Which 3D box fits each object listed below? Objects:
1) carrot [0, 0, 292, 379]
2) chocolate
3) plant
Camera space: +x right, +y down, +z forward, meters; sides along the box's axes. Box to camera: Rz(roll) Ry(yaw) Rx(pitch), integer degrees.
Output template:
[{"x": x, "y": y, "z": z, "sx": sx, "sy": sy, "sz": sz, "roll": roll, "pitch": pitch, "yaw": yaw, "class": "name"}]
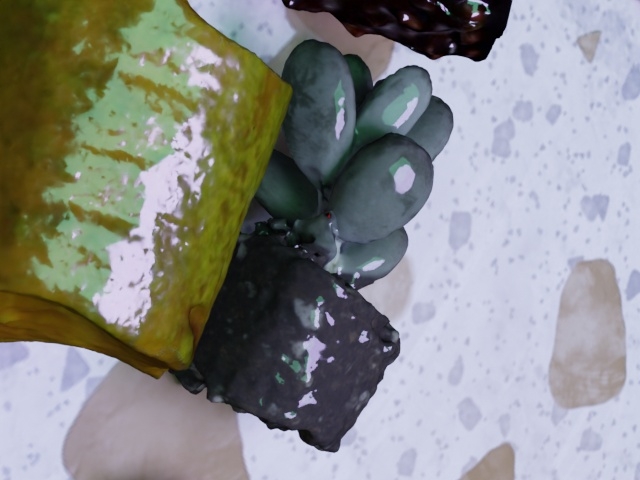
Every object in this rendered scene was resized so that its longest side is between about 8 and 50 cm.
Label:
[{"x": -0.146, "y": -0.078, "z": 1.082, "sx": 0.241, "sy": 0.241, "sz": 0.340, "roll": 20, "pitch": 87, "yaw": -38, "class": "carrot"}, {"x": 0.028, "y": -0.234, "z": 1.242, "sx": 0.177, "sy": 0.224, "sz": 0.206, "roll": -2, "pitch": 136, "yaw": -10, "class": "chocolate"}, {"x": 0.001, "y": 0.002, "z": 1.265, "sx": 0.146, "sy": 0.149, "sz": 0.274, "roll": 23, "pitch": 86, "yaw": -53, "class": "plant"}]
